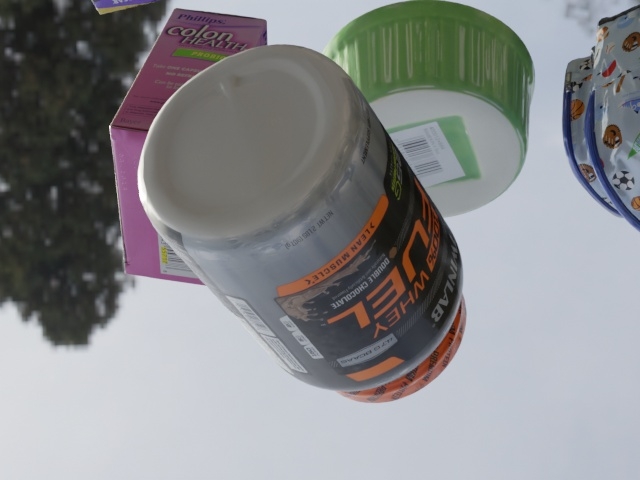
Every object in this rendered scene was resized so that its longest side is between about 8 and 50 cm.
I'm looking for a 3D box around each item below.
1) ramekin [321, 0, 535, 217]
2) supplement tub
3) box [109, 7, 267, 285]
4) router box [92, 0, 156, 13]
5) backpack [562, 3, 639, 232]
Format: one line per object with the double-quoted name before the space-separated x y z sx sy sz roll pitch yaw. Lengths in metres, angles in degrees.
"ramekin" 0.142 -0.165 2.237 0.303 0.303 0.148 4 -130 -2
"supplement tub" 0.000 0.000 1.470 0.207 0.338 0.207 -13 -125 20
"box" -0.142 -0.108 1.897 0.117 0.214 0.243 8 -139 9
"router box" -0.219 -0.429 1.708 0.081 0.243 0.309 -9 -132 23
"backpack" 0.417 -0.134 2.020 0.276 0.213 0.263 34 -136 -28
